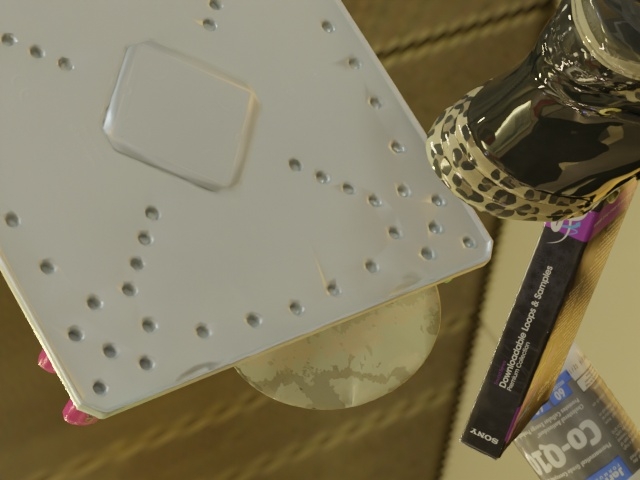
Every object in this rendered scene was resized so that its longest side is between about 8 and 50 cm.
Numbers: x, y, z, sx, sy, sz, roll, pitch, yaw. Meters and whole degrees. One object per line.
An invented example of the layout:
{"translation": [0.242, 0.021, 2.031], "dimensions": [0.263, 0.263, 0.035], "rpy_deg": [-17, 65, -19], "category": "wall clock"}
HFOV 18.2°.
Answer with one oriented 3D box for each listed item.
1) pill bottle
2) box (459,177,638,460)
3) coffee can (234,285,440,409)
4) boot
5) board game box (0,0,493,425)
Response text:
{"translation": [0.187, 0.147, 1.407], "dimensions": [0.078, 0.137, 0.078], "rpy_deg": [-36, 1, 1], "category": "pill bottle"}
{"translation": [0.131, 0.033, 1.123], "dimensions": [0.116, 0.029, 0.162], "rpy_deg": [-30, -39, -67], "category": "box"}
{"translation": [0.000, 0.000, 1.896], "dimensions": [0.201, 0.275, 0.202], "rpy_deg": [-2, -58, -4], "category": "coffee can"}
{"translation": [0.180, -0.072, 0.913], "dimensions": [0.236, 0.085, 0.178], "rpy_deg": [0, -21, -27], "category": "boot"}
{"translation": [-0.113, -0.083, 1.521], "dimensions": [0.390, 0.390, 0.050], "rpy_deg": [-20, -19, -36], "category": "board game box"}
